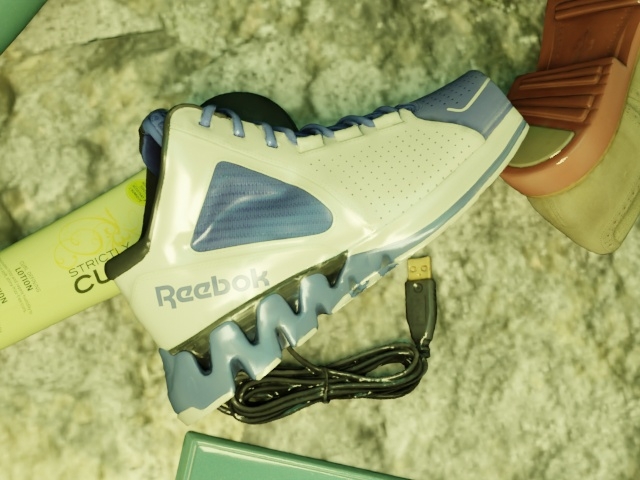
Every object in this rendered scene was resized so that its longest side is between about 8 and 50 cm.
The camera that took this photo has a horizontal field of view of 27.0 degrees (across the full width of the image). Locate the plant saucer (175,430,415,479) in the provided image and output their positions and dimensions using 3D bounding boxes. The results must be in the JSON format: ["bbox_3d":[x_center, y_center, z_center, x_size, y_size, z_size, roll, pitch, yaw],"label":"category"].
[{"bbox_3d":[-0.013,0.191,0.978,0.192,0.018,0.067,13,75,-2],"label":"plant saucer"}]

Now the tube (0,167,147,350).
[{"bbox_3d":[-0.179,0.014,0.978,0.240,0.062,0.070,-28,122,-28],"label":"tube"}]

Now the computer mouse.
[{"bbox_3d":[0.000,0.000,0.997,0.184,0.060,0.262,-2,72,-16],"label":"computer mouse"}]

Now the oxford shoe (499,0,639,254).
[{"bbox_3d":[0.249,-0.146,1.061,0.130,0.123,0.348,47,64,-32],"label":"oxford shoe"}]

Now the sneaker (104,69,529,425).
[{"bbox_3d":[-0.022,-0.042,0.904,0.315,0.127,0.182,-40,94,-12],"label":"sneaker"}]

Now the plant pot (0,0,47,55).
[{"bbox_3d":[-0.334,-0.202,0.914,0.293,0.293,0.235,33,90,3],"label":"plant pot"}]
